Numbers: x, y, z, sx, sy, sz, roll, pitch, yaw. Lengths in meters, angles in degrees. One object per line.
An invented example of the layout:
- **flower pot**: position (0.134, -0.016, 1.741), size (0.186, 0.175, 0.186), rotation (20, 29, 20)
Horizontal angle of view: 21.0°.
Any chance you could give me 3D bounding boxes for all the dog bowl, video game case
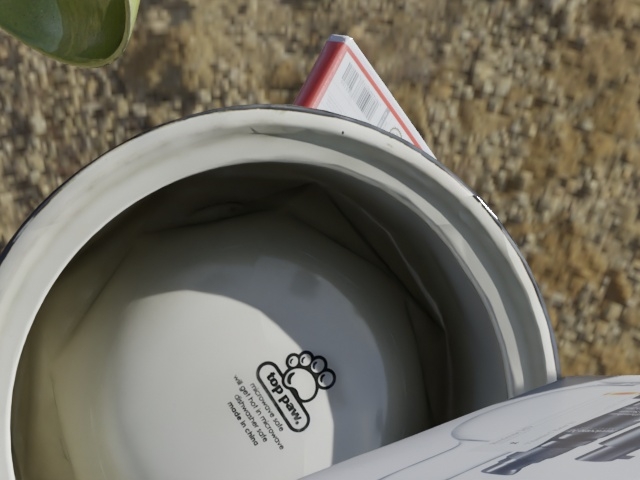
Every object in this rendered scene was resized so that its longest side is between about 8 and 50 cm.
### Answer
- **dog bowl**: position (-0.050, 0.111, 1.193), size (0.407, 0.150, 0.408), rotation (-1, 94, -13)
- **video game case**: position (0.000, 0.000, 1.453), size (0.025, 0.204, 0.285), rotation (11, 64, 37)

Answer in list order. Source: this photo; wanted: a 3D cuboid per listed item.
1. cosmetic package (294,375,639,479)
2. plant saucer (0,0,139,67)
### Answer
- **cosmetic package**: position (0.172, 0.139, 0.812), size (0.284, 0.377, 0.097), rotation (-17, 98, -40)
- **plant saucer**: position (-0.157, -0.183, 0.763), size (0.241, 0.241, 0.037), rotation (40, 68, 18)
